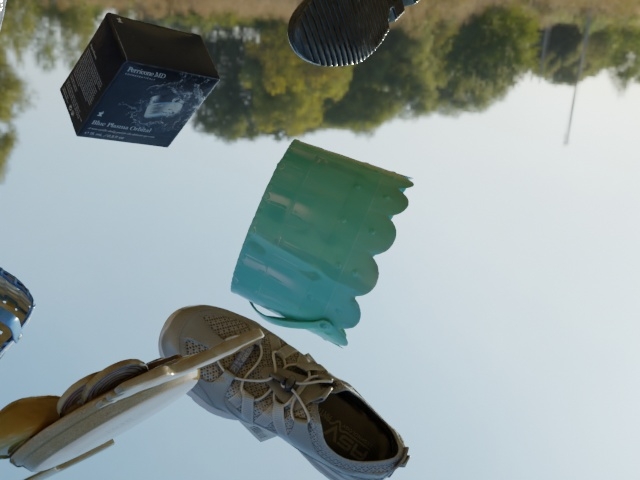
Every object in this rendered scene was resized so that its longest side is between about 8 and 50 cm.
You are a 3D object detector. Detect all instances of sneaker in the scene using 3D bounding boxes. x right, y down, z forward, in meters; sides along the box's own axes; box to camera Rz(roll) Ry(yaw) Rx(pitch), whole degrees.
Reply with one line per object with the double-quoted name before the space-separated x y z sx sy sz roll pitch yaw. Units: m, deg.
"sneaker" 0.030 -0.347 1.240 0.146 0.123 0.330 8 -143 35
"sneaker" -0.027 0.144 0.838 0.281 0.105 0.115 32 152 -10

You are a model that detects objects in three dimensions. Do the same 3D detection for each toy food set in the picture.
"toy food set" -0.129 0.093 0.494 0.192 0.039 0.132 -37 168 34

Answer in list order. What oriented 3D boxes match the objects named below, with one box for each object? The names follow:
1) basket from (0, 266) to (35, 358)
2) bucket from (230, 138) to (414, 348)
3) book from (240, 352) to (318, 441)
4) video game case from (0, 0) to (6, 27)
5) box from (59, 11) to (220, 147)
"basket" -0.705 0.133 1.698 0.254 0.201 0.289 32 154 2
"bucket" 0.000 0.000 1.205 0.183 0.281 0.281 23 -164 2
"book" -0.050 0.217 1.137 0.144 0.096 0.035 -25 -150 24
"video game case" -0.225 -0.217 0.414 0.232 0.210 0.041 34 -153 25
"box" -0.255 -0.220 1.190 0.156 0.158 0.093 2 -126 -45
